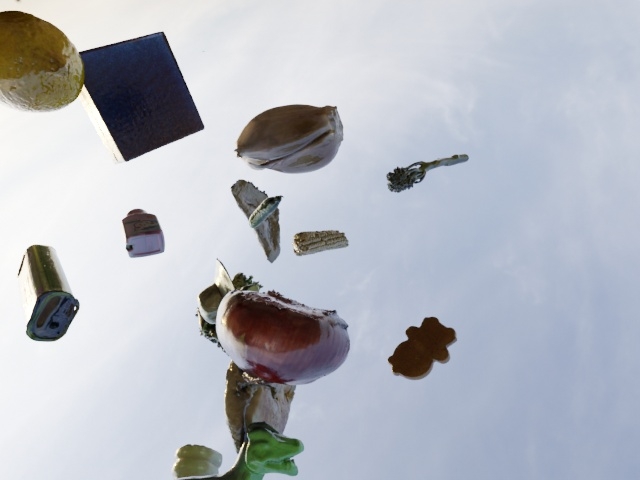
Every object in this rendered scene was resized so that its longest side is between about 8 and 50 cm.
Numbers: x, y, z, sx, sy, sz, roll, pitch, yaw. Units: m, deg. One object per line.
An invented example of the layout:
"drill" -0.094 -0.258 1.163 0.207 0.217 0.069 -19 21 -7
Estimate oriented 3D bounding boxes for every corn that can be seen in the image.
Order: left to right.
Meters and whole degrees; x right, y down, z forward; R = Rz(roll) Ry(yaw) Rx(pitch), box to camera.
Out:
"corn" 0.000 0.000 1.485 0.210 0.087 0.087 -11 -150 -32

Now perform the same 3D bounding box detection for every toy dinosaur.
"toy dinosaur" -0.316 0.468 0.789 0.499 0.144 0.375 18 -91 2

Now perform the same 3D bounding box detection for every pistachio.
"pistachio" -0.242 -0.340 1.701 0.145 0.117 0.200 -19 -176 -23

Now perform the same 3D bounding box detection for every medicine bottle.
"medicine bottle" -0.586 -0.030 1.414 0.119 0.095 0.188 -10 -146 -26

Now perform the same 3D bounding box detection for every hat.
"hat" -0.310 0.187 1.292 0.109 0.252 0.252 -25 -143 -21

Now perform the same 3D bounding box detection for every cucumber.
"cucumber" -0.134 -0.076 1.057 0.155 0.037 0.037 -37 -156 44

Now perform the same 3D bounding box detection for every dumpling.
"dumpling" -0.231 -0.086 1.610 0.085 0.333 0.166 -8 -154 32

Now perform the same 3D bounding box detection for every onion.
"onion" -0.063 0.163 0.731 0.247 0.248 0.162 -4 -97 24

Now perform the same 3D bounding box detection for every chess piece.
"chess piece" -0.344 0.682 1.127 0.133 0.133 0.243 -13 -140 14

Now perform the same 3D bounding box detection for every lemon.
"lemon" -0.578 -0.345 0.846 0.256 0.188 0.188 17 -127 22

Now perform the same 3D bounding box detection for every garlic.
"garlic" -0.108 -0.283 1.342 0.339 0.232 0.246 -28 -140 -16

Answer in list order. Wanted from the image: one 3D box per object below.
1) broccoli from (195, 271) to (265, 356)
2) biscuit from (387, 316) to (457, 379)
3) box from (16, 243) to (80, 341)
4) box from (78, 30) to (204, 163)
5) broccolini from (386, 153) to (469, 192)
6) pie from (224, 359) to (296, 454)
"broccoli" -0.350 0.312 1.825 0.338 0.277 0.317 -41 -178 -17
"biscuit" 0.311 0.337 1.323 0.225 0.036 0.166 -45 -132 -14
"box" -0.718 0.126 1.128 0.345 0.097 0.134 27 -83 48
"box" -0.501 -0.390 1.188 0.261 0.279 0.116 -34 -155 -32
"broccolini" 0.351 -0.220 1.394 0.391 0.079 0.074 -18 176 -38
"pie" -0.117 0.314 0.952 0.077 0.339 0.339 2 -135 16
